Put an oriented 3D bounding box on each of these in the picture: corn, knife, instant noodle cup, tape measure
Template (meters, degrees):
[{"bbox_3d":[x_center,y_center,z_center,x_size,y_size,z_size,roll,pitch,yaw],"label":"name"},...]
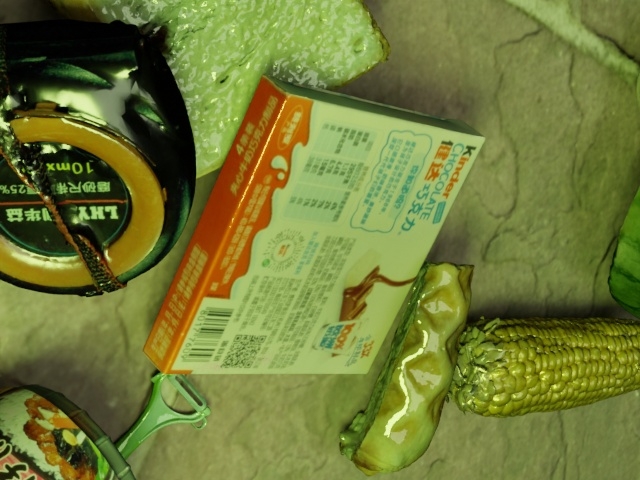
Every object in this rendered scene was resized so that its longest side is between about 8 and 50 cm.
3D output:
[{"bbox_3d":[0.253,0.136,1.357,0.318,0.115,0.115,2,104,-36],"label":"corn"},{"bbox_3d":[-0.174,0.194,1.132,0.166,0.023,0.078,-46,119,-15],"label":"knife"},{"bbox_3d":[-0.253,0.230,0.972,0.182,0.258,0.302,-36,132,-38],"label":"instant noodle cup"},{"bbox_3d":[-0.195,-0.065,0.928,0.202,0.135,0.222,-3,128,-2],"label":"tape measure"}]

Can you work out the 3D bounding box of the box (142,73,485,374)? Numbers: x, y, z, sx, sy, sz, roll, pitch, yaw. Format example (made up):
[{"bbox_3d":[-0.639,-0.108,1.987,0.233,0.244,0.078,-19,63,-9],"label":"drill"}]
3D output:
[{"bbox_3d":[0.000,0.000,1.113,0.265,0.048,0.273,8,114,-45],"label":"box"}]

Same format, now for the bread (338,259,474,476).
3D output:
[{"bbox_3d":[0.095,0.126,1.229,0.088,0.128,0.231,20,94,-5],"label":"bread"}]

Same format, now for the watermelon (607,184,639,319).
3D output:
[{"bbox_3d":[0.485,-0.002,1.368,0.331,0.189,0.330,-22,134,-24],"label":"watermelon"}]

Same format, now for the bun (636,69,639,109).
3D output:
[{"bbox_3d":[0.417,-0.192,1.352,0.173,0.120,0.172,-29,146,-22],"label":"bun"}]

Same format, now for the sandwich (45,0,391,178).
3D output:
[{"bbox_3d":[-0.096,-0.210,1.012,0.249,0.095,0.273,-35,123,-16],"label":"sandwich"}]
